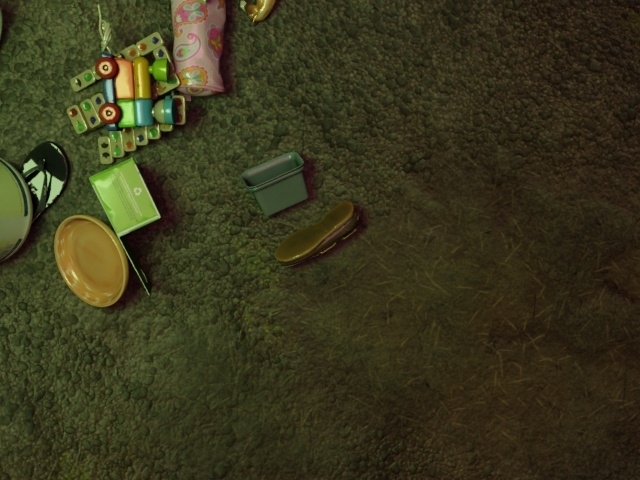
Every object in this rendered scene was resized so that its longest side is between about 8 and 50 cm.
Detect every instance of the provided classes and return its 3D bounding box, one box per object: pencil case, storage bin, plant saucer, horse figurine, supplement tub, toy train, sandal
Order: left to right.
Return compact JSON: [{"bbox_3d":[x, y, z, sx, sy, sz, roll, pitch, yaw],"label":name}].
[{"bbox_3d":[-0.718,-0.056,1.481,0.235,0.325,0.236,0,93,10],"label":"supplement tub"},{"bbox_3d":[-0.607,-0.087,1.656,0.097,0.054,0.255,29,87,-9],"label":"sandal"},{"bbox_3d":[-0.467,0.039,1.642,0.200,0.037,0.200,12,114,29],"label":"plant saucer"},{"bbox_3d":[-0.363,-0.343,1.569,0.143,0.105,0.248,-2,97,-2],"label":"toy train"},{"bbox_3d":[-0.259,-0.440,1.669,0.124,0.124,0.284,0,92,-9],"label":"pencil case"},{"bbox_3d":[-0.094,-0.612,1.714,0.263,0.066,0.174,-37,89,-3],"label":"horse figurine"},{"bbox_3d":[-0.094,-0.120,1.723,0.135,0.098,0.091,-24,123,-8],"label":"storage bin"}]

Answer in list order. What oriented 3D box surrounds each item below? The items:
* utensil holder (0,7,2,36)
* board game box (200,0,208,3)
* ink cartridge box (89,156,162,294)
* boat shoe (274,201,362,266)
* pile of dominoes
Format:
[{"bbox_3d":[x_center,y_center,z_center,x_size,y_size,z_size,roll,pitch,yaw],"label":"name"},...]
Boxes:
[{"bbox_3d":[-0.857,-0.403,1.479,0.385,0.327,0.328,28,87,-6],"label":"utensil holder"},{"bbox_3d":[-0.275,-0.557,1.592,0.154,0.026,0.103,26,89,-3],"label":"board game box"},{"bbox_3d":[-0.367,-0.030,1.629,0.097,0.189,0.255,-27,97,-9],"label":"ink cartridge box"},{"bbox_3d":[0.000,0.000,1.745,0.207,0.073,0.073,-31,136,-1],"label":"boat shoe"},{"bbox_3d":[-0.401,-0.287,1.636,0.251,0.040,0.196,-23,93,19],"label":"pile of dominoes"}]
